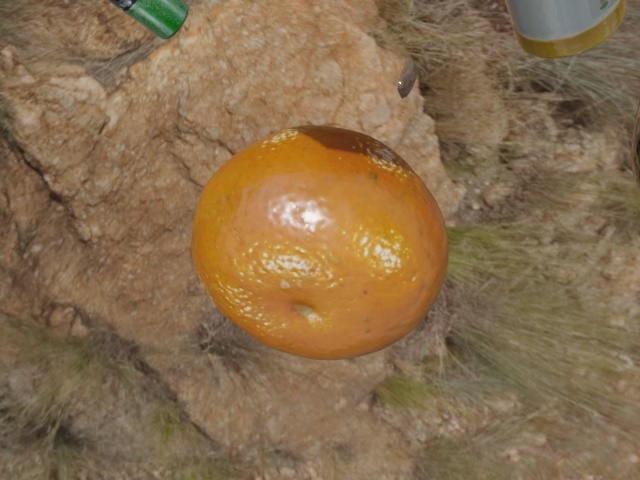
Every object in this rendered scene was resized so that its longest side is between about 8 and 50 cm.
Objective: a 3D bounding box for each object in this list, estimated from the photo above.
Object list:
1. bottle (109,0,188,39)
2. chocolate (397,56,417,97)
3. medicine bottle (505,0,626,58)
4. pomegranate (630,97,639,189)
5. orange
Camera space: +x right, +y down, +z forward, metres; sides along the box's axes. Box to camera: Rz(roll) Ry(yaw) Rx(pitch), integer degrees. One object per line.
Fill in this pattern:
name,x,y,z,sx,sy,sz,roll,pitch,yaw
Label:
bottle,-0.395,-0.501,1.156,0.330,0.093,0.093,32,104,-39
chocolate,0.229,-0.422,1.636,0.064,0.031,0.100,50,56,-54
medicine bottle,0.516,-0.556,1.359,0.238,0.238,0.232,-36,137,5
pomegranate,0.424,-0.122,0.600,0.254,0.254,0.270,-38,117,6
orange,0.000,0.000,1.062,0.424,0.326,0.423,10,137,9
